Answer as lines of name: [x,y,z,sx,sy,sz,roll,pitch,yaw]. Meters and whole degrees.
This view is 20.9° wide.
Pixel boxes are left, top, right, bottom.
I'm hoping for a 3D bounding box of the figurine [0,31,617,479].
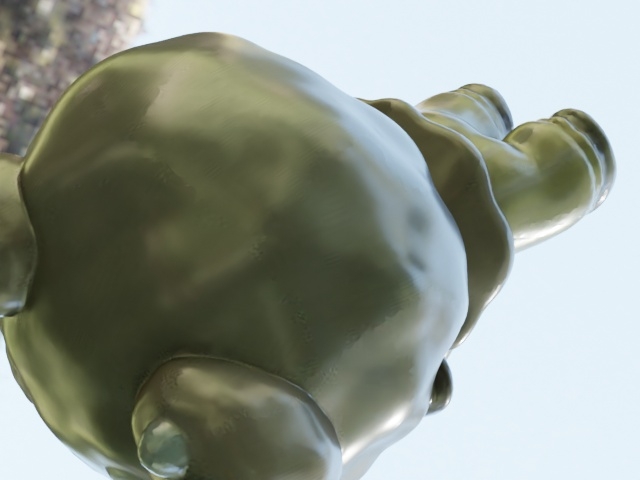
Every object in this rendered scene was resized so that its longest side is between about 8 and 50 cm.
figurine: [0.001,0.000,0.831,0.248,0.381,0.203,42,-54,21]
